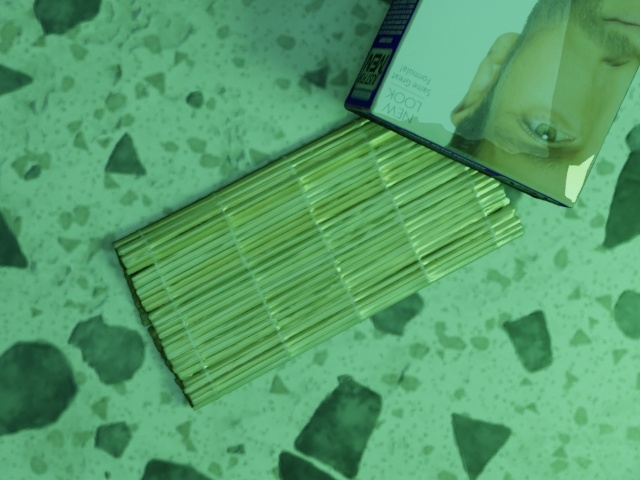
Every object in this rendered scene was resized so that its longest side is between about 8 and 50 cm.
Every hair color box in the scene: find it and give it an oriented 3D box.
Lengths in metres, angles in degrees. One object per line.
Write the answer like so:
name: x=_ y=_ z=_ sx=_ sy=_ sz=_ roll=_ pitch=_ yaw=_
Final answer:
hair color box: x=0.176 y=-0.217 z=1.430 sx=0.185 sy=0.110 sz=0.339 roll=24 pitch=93 yaw=-12

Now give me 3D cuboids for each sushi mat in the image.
sushi mat: x=0.000 y=0.000 z=1.481 sx=0.316 sy=0.019 sz=0.151 roll=-28 pitch=99 yaw=-7
